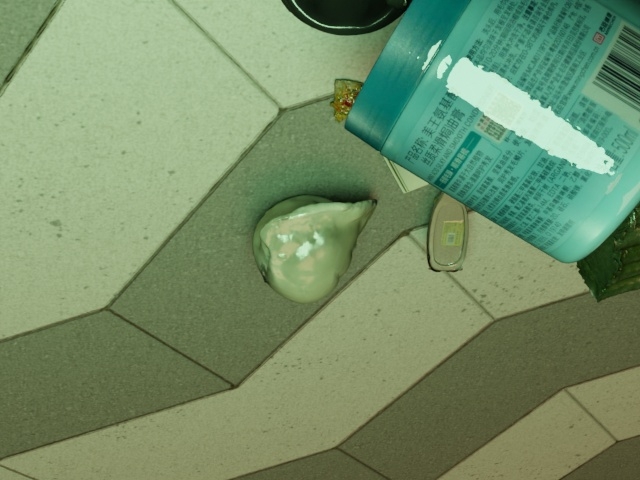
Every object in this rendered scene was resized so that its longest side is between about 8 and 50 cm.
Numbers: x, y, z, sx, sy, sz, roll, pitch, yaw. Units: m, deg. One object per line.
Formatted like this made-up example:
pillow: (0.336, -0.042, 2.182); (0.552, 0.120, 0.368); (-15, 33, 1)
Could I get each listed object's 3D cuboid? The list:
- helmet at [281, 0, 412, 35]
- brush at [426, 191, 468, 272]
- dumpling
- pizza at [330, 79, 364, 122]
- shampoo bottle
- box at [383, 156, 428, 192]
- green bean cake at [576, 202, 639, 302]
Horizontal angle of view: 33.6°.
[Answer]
helmet: (0.032, -0.348, 1.279); (0.189, 0.193, 0.216); (7, 141, 3)
brush: (0.215, -0.078, 1.794); (0.072, 0.067, 0.313); (-5, 129, -4)
dumpling: (-0.003, -0.005, 1.749); (0.227, 0.243, 0.175); (-36, 100, -1)
pizza: (0.043, -0.211, 1.587); (0.083, 0.025, 0.078); (-32, 141, 21)
shampoo bottle: (0.258, -0.189, 1.331); (0.342, 0.331, 0.331); (32, 132, 3)
box: (0.199, -0.158, 1.677); (0.198, 0.029, 0.109); (-24, 124, 12)
green bean cake: (0.472, -0.059, 1.741); (0.132, 0.255, 0.241); (-12, 138, -8)
